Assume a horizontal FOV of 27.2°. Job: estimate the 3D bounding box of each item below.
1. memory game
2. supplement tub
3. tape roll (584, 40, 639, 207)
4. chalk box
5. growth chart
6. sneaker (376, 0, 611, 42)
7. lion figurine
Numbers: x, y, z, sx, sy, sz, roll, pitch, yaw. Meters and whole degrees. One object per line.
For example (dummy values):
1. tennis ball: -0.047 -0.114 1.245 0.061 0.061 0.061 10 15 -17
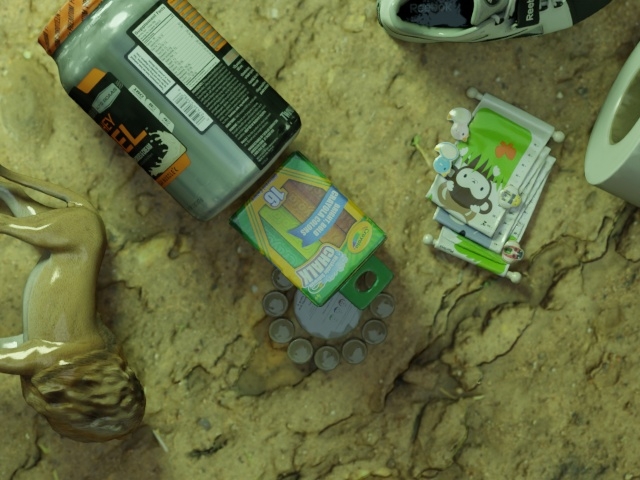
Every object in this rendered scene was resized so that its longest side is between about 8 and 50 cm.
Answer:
1. memory game: 0.011 0.090 1.823 0.186 0.012 0.186 0 99 -3
2. supplement tub: -0.194 -0.193 1.680 0.193 0.193 0.316 -44 97 4
3. tape roll: 0.473 -0.148 1.698 0.169 0.246 0.246 24 96 -7
4. chalk box: 0.000 0.000 1.737 0.213 0.132 0.132 42 90 -2
5. growth chart: 0.230 -0.077 1.807 0.172 0.021 0.237 18 96 -4
6. sneaker: 0.236 -0.308 1.689 0.330 0.146 0.122 -13 103 6
7. lion figurine: -0.345 0.074 1.741 0.240 0.142 0.392 2 94 -11
